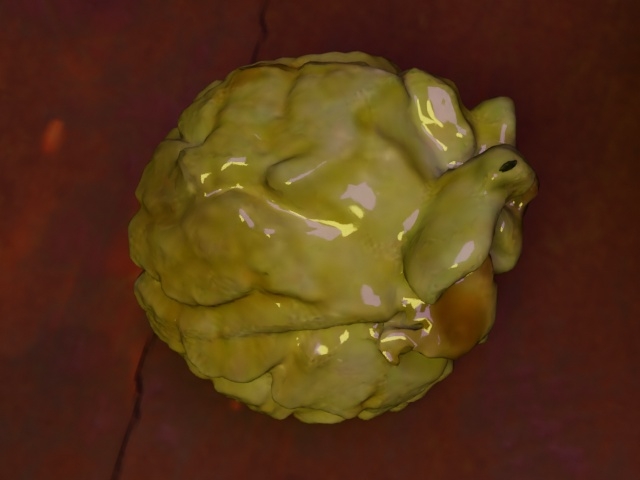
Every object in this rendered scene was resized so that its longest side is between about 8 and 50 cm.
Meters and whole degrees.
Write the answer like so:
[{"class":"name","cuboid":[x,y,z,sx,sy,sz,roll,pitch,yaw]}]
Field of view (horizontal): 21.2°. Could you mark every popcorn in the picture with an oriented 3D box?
[{"class":"popcorn","cuboid":[0.000,0.000,0.617,0.136,0.162,0.141,7,111,-35]}]
